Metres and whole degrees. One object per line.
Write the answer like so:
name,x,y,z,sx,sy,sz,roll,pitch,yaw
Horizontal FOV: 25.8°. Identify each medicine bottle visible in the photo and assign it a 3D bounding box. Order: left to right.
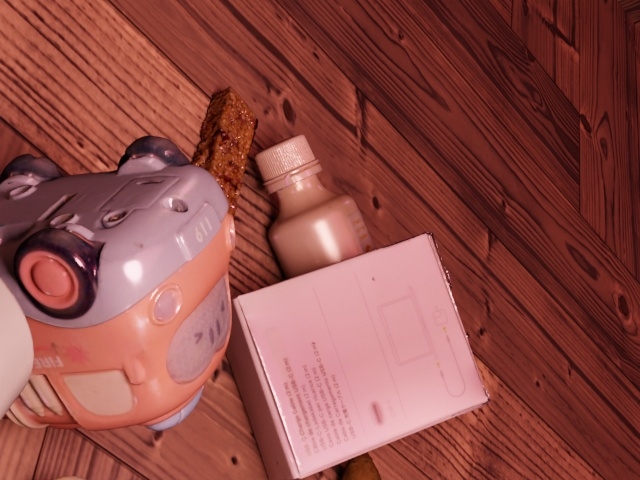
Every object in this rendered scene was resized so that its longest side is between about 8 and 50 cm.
medicine bottle,0.000,0.000,1.655,0.114,0.114,0.252,-31,98,-58

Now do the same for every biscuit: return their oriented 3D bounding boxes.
biscuit,-0.114,-0.092,1.611,0.064,0.034,0.199,45,38,-33

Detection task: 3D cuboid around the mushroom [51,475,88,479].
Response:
mushroom,-0.224,0.243,1.214,0.083,0.067,0.083,-15,116,-33

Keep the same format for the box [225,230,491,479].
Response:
box,0.034,0.126,1.531,0.252,0.106,0.203,-19,88,-24

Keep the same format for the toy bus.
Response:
toy bus,-0.201,0.057,1.172,0.194,0.288,0.232,-50,130,-55

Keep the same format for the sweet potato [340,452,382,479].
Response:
sweet potato,0.025,0.375,1.516,0.108,0.079,0.346,32,40,-3

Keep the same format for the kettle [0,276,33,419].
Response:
kettle,-0.363,0.167,0.965,0.205,0.265,0.318,28,41,-4
